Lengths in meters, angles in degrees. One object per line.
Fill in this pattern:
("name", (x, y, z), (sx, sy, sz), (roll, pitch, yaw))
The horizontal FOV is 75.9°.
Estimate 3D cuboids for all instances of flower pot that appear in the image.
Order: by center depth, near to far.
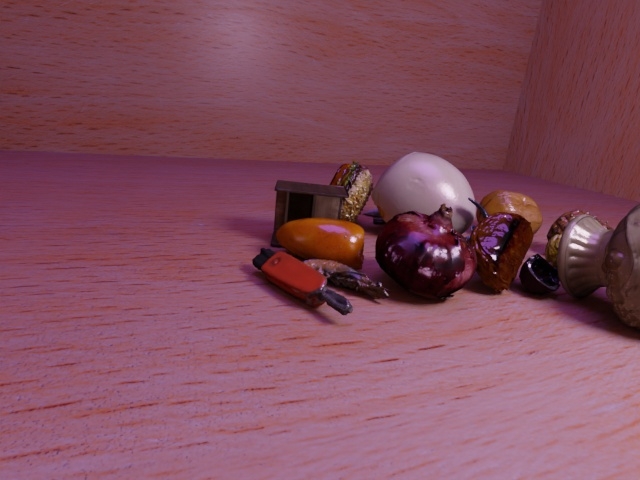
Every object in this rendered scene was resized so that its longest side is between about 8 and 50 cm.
("flower pot", (0.714, 0.051, 0.941), (0.308, 0.307, 0.244), (-6, 6, -32))

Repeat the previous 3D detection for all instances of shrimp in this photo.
("shrimp", (0.034, 0.098, 0.941), (0.251, 0.052, 0.144), (10, 29, 34))

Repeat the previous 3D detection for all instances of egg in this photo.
("egg", (0.348, -0.137, 1.366), (0.345, 0.283, 0.283), (36, 31, 27))

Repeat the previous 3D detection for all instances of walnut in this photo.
("walnut", (0.679, -0.089, 1.484), (0.226, 0.193, 0.193), (4, 18, -16))

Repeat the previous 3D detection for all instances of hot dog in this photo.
("hot dog", (0.460, 0.024, 1.048), (0.227, 0.160, 0.099), (-41, 12, -27))

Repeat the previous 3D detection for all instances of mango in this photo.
("mango", (0.000, 0.000, 1.092), (0.252, 0.125, 0.154), (10, 7, 17))

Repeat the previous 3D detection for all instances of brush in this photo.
("brush", (-0.046, 0.090, 0.895), (0.070, 0.051, 0.323), (-40, 39, -22))

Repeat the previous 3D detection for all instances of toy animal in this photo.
("toy animal", (0.487, -0.005, 1.195), (0.177, 0.239, 0.255), (-21, -22, 13))

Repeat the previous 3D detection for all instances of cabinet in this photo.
("cabinet", (-0.032, -0.075, 1.228), (0.215, 0.174, 0.148), (5, 18, -4))

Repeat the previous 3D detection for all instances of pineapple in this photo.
("pineapple", (0.872, 0.037, 1.235), (0.169, 0.169, 0.340), (-6, 34, -32))

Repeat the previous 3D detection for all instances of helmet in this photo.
("helmet", (0.548, 0.095, 1.043), (0.098, 0.070, 0.123), (44, 46, 14))

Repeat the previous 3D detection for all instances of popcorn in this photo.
("popcorn", (0.727, 0.040, 1.216), (0.106, 0.120, 0.116), (-45, 36, -23))

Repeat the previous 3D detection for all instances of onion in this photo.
("onion", (0.251, 0.016, 0.972), (0.252, 0.219, 0.252), (11, 25, -5))

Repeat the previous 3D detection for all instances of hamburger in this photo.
("hamburger", (0.099, -0.159, 1.434), (0.139, 0.243, 0.261), (29, 27, 6))

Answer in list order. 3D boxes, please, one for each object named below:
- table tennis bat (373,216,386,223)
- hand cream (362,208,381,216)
("table tennis bat", (0.321, -0.064, 1.548), (0.247, 0.022, 0.138), (6, 14, -4))
("hand cream", (0.265, -0.113, 1.608), (0.078, 0.049, 0.205), (-14, 11, -43))
